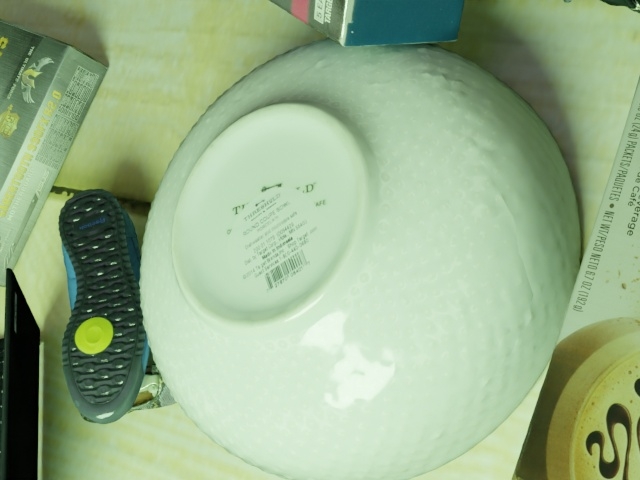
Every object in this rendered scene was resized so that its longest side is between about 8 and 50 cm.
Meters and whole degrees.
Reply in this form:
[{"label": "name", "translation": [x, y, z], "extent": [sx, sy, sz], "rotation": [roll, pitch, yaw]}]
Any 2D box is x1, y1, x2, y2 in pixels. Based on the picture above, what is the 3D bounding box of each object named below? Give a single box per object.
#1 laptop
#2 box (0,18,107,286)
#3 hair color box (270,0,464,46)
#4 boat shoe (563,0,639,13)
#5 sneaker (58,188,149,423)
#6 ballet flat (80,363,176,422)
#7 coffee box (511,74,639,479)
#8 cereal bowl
[{"label": "laptop", "translation": [-0.305, 0.178, 1.000], "extent": [0.264, 0.136, 0.234], "rotation": [-16, 65, 28]}, {"label": "box", "translation": [-0.323, -0.093, 1.156], "extent": [0.183, 0.056, 0.231], "rotation": [24, 88, 37]}, {"label": "hair color box", "translation": [-0.023, -0.283, 0.912], "extent": [0.347, 0.105, 0.174], "rotation": [41, 130, 47]}, {"label": "boat shoe", "translation": [0.175, -0.214, 0.800], "extent": [0.113, 0.127, 0.340], "rotation": [-22, 53, -15]}, {"label": "sneaker", "translation": [-0.168, 0.059, 0.985], "extent": [0.069, 0.082, 0.209], "rotation": [-13, 56, 2]}, {"label": "ballet flat", "translation": [-0.161, 0.121, 0.984], "extent": [0.114, 0.041, 0.041], "rotation": [-16, 65, 29]}, {"label": "coffee box", "translation": [0.235, 0.065, 0.690], "extent": [0.168, 0.119, 0.297], "rotation": [15, 83, 37]}, {"label": "cereal bowl", "translation": [0.000, 0.000, 0.858], "extent": [0.339, 0.141, 0.339], "rotation": [-12, 67, 30]}]
